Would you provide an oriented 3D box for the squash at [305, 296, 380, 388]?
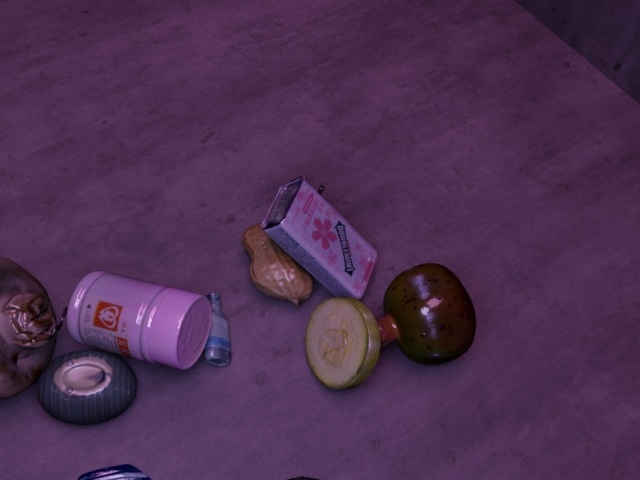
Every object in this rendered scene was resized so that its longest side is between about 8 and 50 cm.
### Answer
[{"bbox_3d":[0.054,0.274,1.841,0.048,0.252,0.252,6,50,-43],"label":"squash"}]

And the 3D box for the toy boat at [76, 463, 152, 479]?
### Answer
[{"bbox_3d":[-0.487,0.687,1.600,0.220,0.067,0.291,-10,62,-15],"label":"toy boat"}]

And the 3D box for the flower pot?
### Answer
[{"bbox_3d":[-0.596,0.374,1.728,0.242,0.157,0.189,0,59,-12],"label":"flower pot"}]

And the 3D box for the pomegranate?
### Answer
[{"bbox_3d":[0.278,0.231,1.905,0.323,0.291,0.291,-35,65,1],"label":"pomegranate"}]

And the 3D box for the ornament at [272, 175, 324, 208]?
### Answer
[{"bbox_3d":[-0.063,-0.121,2.106,0.080,0.202,0.236,13,52,25],"label":"ornament"}]

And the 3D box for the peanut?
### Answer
[{"bbox_3d":[-0.143,0.070,1.996,0.159,0.143,0.291,-12,56,-36],"label":"peanut"}]

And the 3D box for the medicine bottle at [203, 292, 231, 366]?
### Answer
[{"bbox_3d":[-0.296,0.248,1.899,0.053,0.090,0.209,-28,54,24],"label":"medicine bottle"}]

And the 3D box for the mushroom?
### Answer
[{"bbox_3d":[-0.786,0.207,1.680,0.294,0.362,0.363,-13,57,12],"label":"mushroom"}]

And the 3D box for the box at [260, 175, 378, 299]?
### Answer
[{"bbox_3d":[0.000,0.000,1.963,0.369,0.112,0.190,44,50,-25],"label":"box"}]

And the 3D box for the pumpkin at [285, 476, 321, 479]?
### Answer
[{"bbox_3d":[-0.045,0.683,1.603,0.232,0.163,0.233,3,55,-4],"label":"pumpkin"}]

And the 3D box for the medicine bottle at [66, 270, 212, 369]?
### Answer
[{"bbox_3d":[-0.463,0.203,1.738,0.315,0.202,0.202,11,55,16],"label":"medicine bottle"}]
